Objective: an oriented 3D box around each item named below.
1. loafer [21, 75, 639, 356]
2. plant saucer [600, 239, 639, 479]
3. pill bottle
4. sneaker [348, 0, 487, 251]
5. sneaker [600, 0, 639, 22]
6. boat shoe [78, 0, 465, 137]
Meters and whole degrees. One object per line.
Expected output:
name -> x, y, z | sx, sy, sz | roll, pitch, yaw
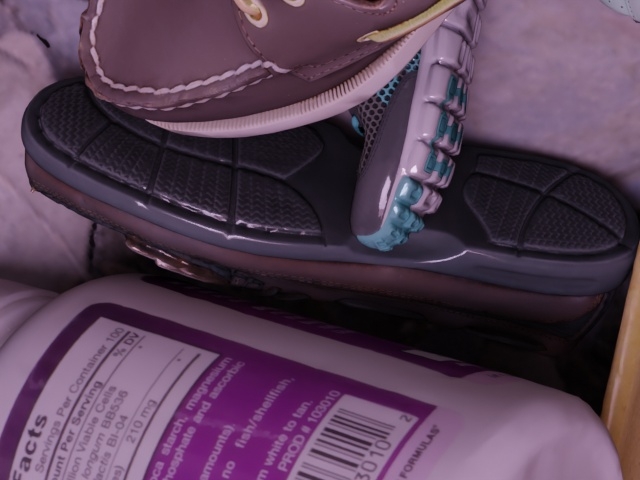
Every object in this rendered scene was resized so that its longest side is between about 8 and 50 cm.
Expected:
loafer -> 0.000, 0.000, 0.814 | 0.267, 0.096, 0.084 | 11, 132, -3
plant saucer -> 0.265, 0.161, 0.821 | 0.333, 0.081, 0.332 | 13, 92, 0
pill bottle -> -0.043, 0.108, 0.777 | 0.301, 0.169, 0.169 | 15, 121, 33
sneaker -> 0.024, -0.078, 0.765 | 0.076, 0.065, 0.166 | 8, 77, 15
sneaker -> 0.227, -0.140, 0.731 | 0.256, 0.094, 0.151 | 1, 131, -4
boat shoe -> 0.018, -0.122, 0.669 | 0.324, 0.097, 0.116 | -22, 81, 37
